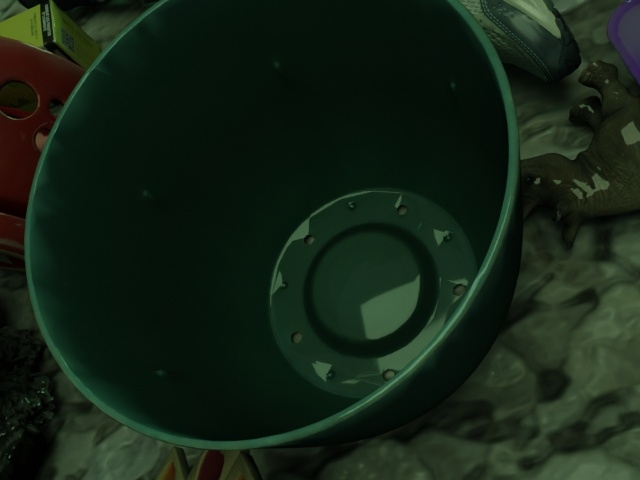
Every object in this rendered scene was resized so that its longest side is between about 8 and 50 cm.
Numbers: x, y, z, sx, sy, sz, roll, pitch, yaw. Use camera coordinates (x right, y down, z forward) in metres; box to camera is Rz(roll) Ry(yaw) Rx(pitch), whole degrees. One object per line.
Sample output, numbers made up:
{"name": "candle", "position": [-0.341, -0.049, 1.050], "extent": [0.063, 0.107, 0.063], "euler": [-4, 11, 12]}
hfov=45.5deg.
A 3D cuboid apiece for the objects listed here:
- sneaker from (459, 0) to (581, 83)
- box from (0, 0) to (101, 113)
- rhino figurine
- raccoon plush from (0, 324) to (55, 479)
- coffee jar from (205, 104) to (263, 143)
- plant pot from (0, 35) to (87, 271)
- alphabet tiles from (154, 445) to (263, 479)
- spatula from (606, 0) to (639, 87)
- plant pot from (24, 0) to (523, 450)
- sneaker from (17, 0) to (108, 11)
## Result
{"name": "sneaker", "position": [0.083, -0.178, 0.639], "extent": [0.283, 0.110, 0.122], "euler": [38, 93, 38]}
{"name": "box", "position": [-0.351, -0.164, 0.801], "extent": [0.232, 0.087, 0.058], "euler": [-18, 65, 13]}
{"name": "rhino figurine", "position": [0.226, -0.076, 0.552], "extent": [0.243, 0.073, 0.106], "euler": [-34, 60, 8]}
{"name": "raccoon plush", "position": [-0.422, 0.166, 0.578], "extent": [0.446, 0.299, 0.216], "euler": [-44, 62, 1]}
{"name": "coffee jar", "position": [-0.101, -0.146, 0.660], "extent": [0.096, 0.079, 0.184], "euler": [-44, 27, -2]}
{"name": "plant pot", "position": [-0.297, -0.070, 0.687], "extent": [0.191, 0.191, 0.174], "euler": [4, 75, 22]}
{"name": "alphabet tiles", "position": [-0.121, 0.285, 0.456], "extent": [0.342, 0.011, 0.285], "euler": [-60, 21, 2]}
{"name": "spatula", "position": [0.258, -0.073, 0.451], "extent": [0.084, 0.030, 0.296], "euler": [-21, 42, 11]}
{"name": "plant pot", "position": [0.000, 0.000, 0.515], "extent": [0.293, 0.235, 0.293], "euler": [-8, 68, 20]}
{"name": "sneaker", "position": [-0.186, -0.275, 0.773], "extent": [0.282, 0.099, 0.153], "euler": [-23, 62, 8]}
